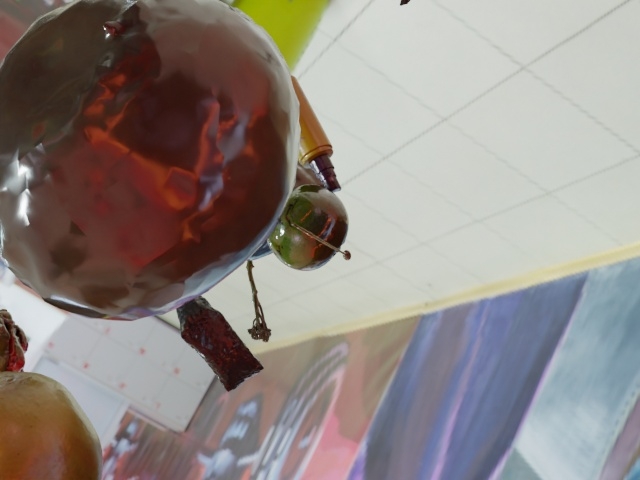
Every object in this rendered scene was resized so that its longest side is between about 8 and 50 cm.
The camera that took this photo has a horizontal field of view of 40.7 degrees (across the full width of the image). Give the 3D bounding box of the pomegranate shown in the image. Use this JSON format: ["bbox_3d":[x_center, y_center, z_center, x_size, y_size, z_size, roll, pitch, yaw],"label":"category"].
[{"bbox_3d":[-0.048,-0.039,1.724,0.210,0.180,0.180,32,159,-3],"label":"pomegranate"}]

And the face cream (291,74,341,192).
[{"bbox_3d":[-0.028,-0.216,1.806,0.273,0.078,0.078,63,166,16],"label":"face cream"}]

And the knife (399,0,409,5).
[{"bbox_3d":[0.169,-0.467,1.356,0.021,0.045,0.222,47,141,22],"label":"knife"}]

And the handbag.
[{"bbox_3d":[-0.215,0.183,1.732,0.270,0.089,0.175,57,176,-35],"label":"handbag"}]

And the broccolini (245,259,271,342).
[{"bbox_3d":[-0.145,0.140,1.984,0.054,0.194,0.052,-5,174,-13],"label":"broccolini"}]

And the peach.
[{"bbox_3d":[-0.538,0.390,1.534,0.282,0.315,0.314,-6,-179,22],"label":"peach"}]

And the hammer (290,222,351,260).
[{"bbox_3d":[0.000,0.000,1.470,0.123,0.014,0.029,29,156,20],"label":"hammer"}]

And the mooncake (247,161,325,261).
[{"bbox_3d":[-0.128,-0.089,2.072,0.161,0.290,0.290,52,166,18],"label":"mooncake"}]

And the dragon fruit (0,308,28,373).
[{"bbox_3d":[-0.778,0.273,1.948,0.303,0.237,0.231,43,143,43],"label":"dragon fruit"}]

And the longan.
[{"bbox_3d":[-0.221,-0.125,1.095,0.404,0.436,0.404,7,127,9],"label":"longan"}]
